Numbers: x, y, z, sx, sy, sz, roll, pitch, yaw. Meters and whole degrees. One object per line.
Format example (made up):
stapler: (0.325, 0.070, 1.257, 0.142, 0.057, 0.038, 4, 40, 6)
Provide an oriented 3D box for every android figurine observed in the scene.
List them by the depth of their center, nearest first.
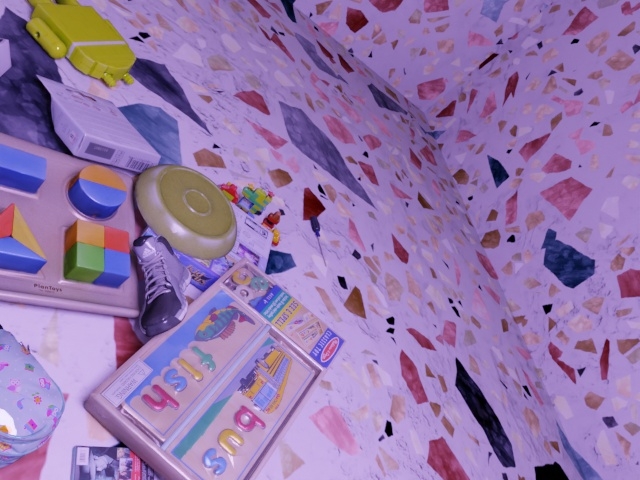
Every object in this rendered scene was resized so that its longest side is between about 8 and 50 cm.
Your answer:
android figurine: (-0.552, -0.473, 1.242, 0.273, 0.056, 0.248, 49, 30, -3)

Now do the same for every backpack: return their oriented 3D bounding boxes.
backpack: (-0.412, 0.191, 0.647, 0.182, 0.115, 0.152, 52, 27, -3)

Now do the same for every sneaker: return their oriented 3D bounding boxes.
sneaker: (-0.290, 0.062, 0.909, 0.228, 0.086, 0.132, -117, -176, -67)

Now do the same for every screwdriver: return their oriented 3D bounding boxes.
screwdriver: (0.000, 0.000, 1.503, 0.024, 0.025, 0.169, 18, 43, -44)

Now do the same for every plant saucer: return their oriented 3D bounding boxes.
plant saucer: (-0.263, -0.071, 1.090, 0.241, 0.037, 0.240, 34, 33, -26)

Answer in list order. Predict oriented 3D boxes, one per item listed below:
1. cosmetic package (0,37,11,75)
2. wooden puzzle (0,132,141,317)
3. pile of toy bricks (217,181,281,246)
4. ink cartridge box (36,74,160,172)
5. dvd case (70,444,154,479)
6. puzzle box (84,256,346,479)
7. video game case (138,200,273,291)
cosmetic package: (-0.630, -0.285, 0.893, 0.099, 0.060, 0.239, 11, 41, -10)
wooden puzzle: (-0.451, -0.046, 0.887, 0.322, 0.080, 0.347, 18, 43, -43)
pile of toy bricks: (-0.161, -0.090, 1.302, 0.212, 0.105, 0.118, 37, 32, -23)
ink cartridge box: (-0.469, -0.237, 1.100, 0.232, 0.066, 0.189, 40, 15, 28)
dvd case: (-0.292, 0.338, 0.748, 0.119, 0.013, 0.087, 23, 40, -41)
puzzle box: (-0.149, 0.225, 0.911, 0.272, 0.052, 0.409, 40, 40, 2)
video game case: (-0.237, -0.002, 1.146, 0.270, 0.061, 0.244, 38, 31, -22)
